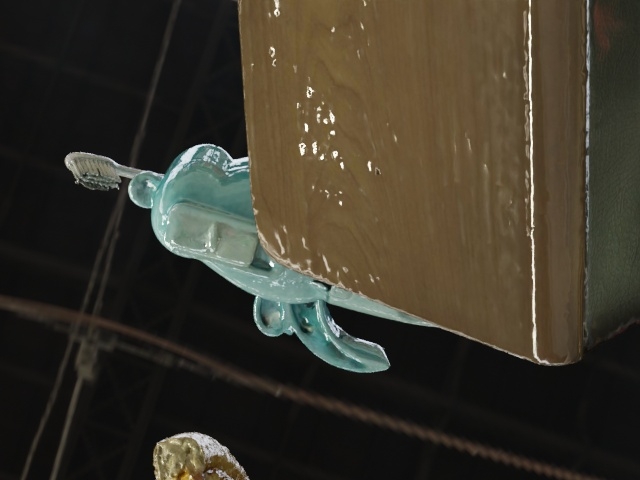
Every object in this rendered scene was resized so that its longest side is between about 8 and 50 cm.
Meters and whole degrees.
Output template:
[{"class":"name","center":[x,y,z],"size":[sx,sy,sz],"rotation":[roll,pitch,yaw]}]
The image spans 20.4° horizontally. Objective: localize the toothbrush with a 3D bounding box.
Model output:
[{"class":"toothbrush","center":[-0.077,-0.034,1.298],"size":[0.257,0.018,0.024],"rotation":[10,-141,-43]}]

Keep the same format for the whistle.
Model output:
[{"class":"whistle","center":[0.000,0.000,1.221],"size":[0.274,0.186,0.093],"rotation":[17,-153,0]}]

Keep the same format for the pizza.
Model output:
[{"class":"pizza","center":[-0.069,0.246,1.454],"size":[0.058,0.246,0.127],"rotation":[-8,-155,23]}]

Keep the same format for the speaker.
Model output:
[{"class":"speaker","center":[0.075,-0.099,0.695],"size":[0.153,0.230,0.192],"rotation":[-24,-150,-39]}]
